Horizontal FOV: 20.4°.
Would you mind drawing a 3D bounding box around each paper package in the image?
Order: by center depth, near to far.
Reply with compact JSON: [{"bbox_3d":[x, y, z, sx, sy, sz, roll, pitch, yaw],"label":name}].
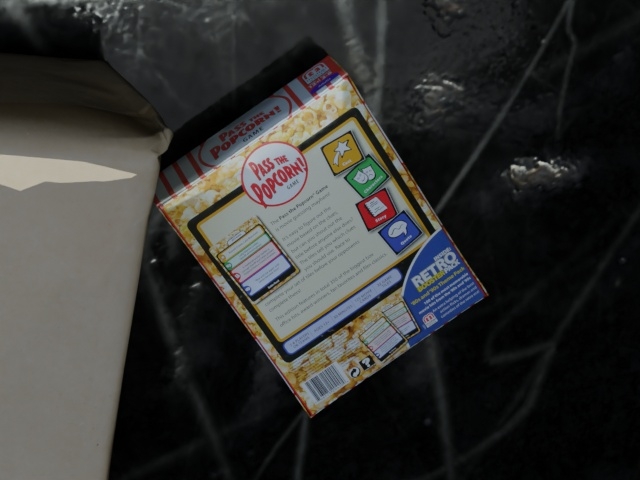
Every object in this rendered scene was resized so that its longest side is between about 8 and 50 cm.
[{"bbox_3d":[-0.276,0.048,1.022,0.324,0.168,0.310,3,111,-20],"label":"paper package"}]

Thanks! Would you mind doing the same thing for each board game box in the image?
[{"bbox_3d":[0.000,0.000,1.157,0.146,0.045,0.193,-34,118,-1],"label":"board game box"}]
